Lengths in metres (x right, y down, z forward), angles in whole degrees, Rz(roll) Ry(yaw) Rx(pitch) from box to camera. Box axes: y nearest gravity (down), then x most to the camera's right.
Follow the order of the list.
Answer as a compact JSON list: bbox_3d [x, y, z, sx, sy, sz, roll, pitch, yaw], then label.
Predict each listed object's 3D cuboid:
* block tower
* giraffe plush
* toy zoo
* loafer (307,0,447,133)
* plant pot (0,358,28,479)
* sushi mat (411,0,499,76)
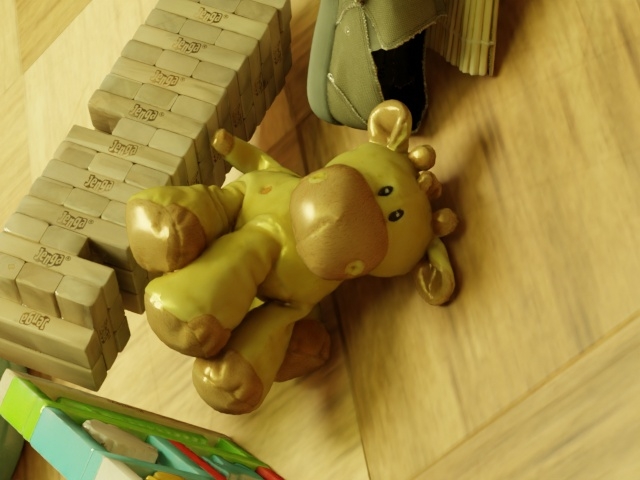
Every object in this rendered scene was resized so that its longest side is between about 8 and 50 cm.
[{"bbox_3d":[-0.124,-0.058,1.337,0.097,0.091,0.335,19,59,15],"label":"block tower"},{"bbox_3d":[0.000,0.000,1.235,0.170,0.181,0.210,-16,25,35],"label":"giraffe plush"},{"bbox_3d":[-0.070,0.166,1.179,0.293,0.192,0.030,28,96,53],"label":"toy zoo"},{"bbox_3d":[0.051,-0.175,1.239,0.087,0.094,0.251,32,139,30],"label":"loafer"},{"bbox_3d":[-0.371,0.143,1.570,0.293,0.196,0.293,-27,53,42],"label":"plant pot"},{"bbox_3d":[0.085,-0.282,1.244,0.151,0.019,0.316,38,130,55],"label":"sushi mat"}]
